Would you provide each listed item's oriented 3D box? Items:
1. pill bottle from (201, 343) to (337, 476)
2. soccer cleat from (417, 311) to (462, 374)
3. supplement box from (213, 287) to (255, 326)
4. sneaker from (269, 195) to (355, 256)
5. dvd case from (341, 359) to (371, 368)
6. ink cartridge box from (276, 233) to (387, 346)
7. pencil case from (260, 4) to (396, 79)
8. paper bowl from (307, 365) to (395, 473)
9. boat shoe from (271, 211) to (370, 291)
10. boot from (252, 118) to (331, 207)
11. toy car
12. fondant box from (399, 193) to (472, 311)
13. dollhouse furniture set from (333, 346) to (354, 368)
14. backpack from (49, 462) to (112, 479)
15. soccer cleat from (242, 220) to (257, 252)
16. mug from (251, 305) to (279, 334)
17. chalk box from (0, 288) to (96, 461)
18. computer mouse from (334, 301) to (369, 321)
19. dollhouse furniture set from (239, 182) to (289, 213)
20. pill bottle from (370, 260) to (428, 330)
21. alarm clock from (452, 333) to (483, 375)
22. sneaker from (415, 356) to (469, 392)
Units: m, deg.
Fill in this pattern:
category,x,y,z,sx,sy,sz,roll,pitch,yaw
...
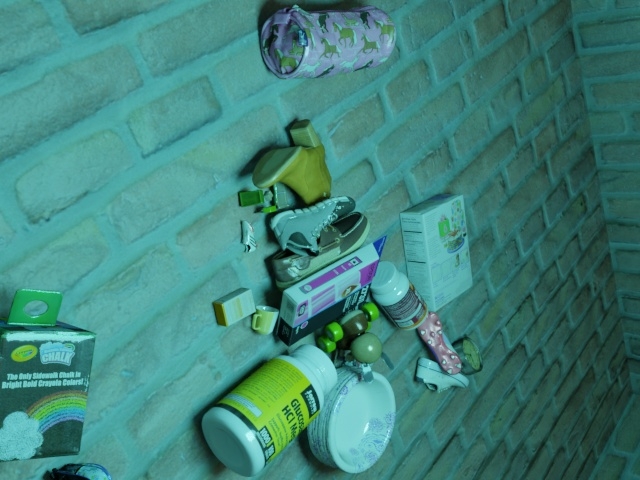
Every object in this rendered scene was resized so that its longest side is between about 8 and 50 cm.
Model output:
category,x,y,z,sx,sy,sz,roll,pitch,yaw
pill bottle,-0.113,0.405,1.739,0.334,0.188,0.187,-37,120,-39
soccer cleat,0.387,0.330,2.324,0.248,0.083,0.095,60,2,8
supplement box,-0.209,0.162,1.720,0.098,0.036,0.062,-26,112,-43
sneaker,-0.004,-0.024,1.786,0.229,0.132,0.086,-17,155,-9
dvd case,0.112,0.368,2.109,0.119,0.013,0.087,-38,121,-37
ink cartridge box,0.048,0.128,1.864,0.371,0.069,0.175,-30,148,-34
pencil case,0.030,-0.516,1.817,0.386,0.167,0.160,-20,76,-45
paper bowl,0.071,0.494,1.981,0.284,0.148,0.284,-8,101,-46
boat shoe,0.000,0.000,1.872,0.342,0.123,0.123,-36,118,-30
boot,-0.053,-0.150,1.782,0.295,0.104,0.211,-58,136,-44
toy car,0.115,0.292,1.918,0.155,0.188,0.149,-25,158,-27
fondant box,0.383,0.035,2.305,0.238,0.096,0.330,-25,113,-43
dollhouse furniture set,0.081,0.334,2.033,0.114,0.091,0.081,-16,121,-48
backpack,-0.470,0.501,1.420,0.084,0.114,0.105,-23,110,-65
soccer cleat,-0.180,-0.008,1.739,0.035,0.029,0.083,-39,126,-42
mug,-0.147,0.203,1.782,0.078,0.062,0.064,7,98,-30
chalk box,-0.535,0.230,1.274,0.180,0.179,0.288,10,86,-47
computer mouse,0.072,0.204,2.029,0.193,0.042,0.106,29,78,-51
dollhouse furniture set,-0.139,-0.108,1.776,0.152,0.059,0.076,-20,103,-65
pill bottle,0.229,0.167,2.134,0.221,0.121,0.121,52,58,-38
alarm clock,0.507,0.415,2.470,0.129,0.064,0.192,58,28,-3
sneaker,0.406,0.471,2.395,0.258,0.094,0.091,28,83,-36
